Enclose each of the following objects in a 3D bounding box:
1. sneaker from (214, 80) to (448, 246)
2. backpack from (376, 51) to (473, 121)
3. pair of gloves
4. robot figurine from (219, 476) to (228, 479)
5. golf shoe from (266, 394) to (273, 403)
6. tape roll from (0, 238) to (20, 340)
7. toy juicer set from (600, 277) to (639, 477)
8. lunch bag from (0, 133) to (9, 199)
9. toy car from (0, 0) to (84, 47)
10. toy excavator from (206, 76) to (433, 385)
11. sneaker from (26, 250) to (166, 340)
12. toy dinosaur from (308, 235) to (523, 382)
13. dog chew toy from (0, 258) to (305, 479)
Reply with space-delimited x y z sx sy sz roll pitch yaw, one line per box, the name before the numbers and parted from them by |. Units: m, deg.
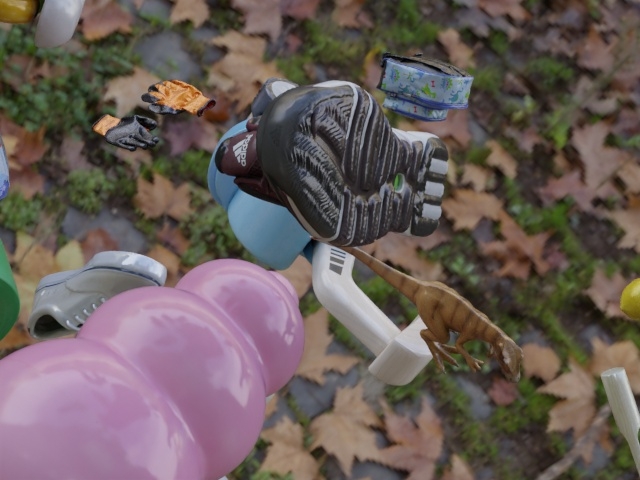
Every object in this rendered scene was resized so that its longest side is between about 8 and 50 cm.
sneaker | -0.023 -0.054 0.920 0.281 0.162 0.106 17 84 -66
backpack | 0.146 -0.207 1.740 0.114 0.084 0.105 20 18 34
pair of gloves | -0.130 -0.098 0.984 0.083 0.010 0.074 -40 42 -25
robot figurine | -0.256 0.313 1.712 0.199 0.300 0.353 -36 85 -13
golf shoe | -0.173 0.253 1.470 0.306 0.115 0.140 -30 51 -10
tape roll | -0.501 0.079 1.413 0.321 0.321 0.077 -7 61 -32
toy juicer set | 0.435 0.150 1.555 0.209 0.089 0.329 57 43 -21
lunch bag | -0.607 -0.121 1.944 0.243 0.115 0.303 -17 25 -11
toy car | -0.317 -0.285 1.310 0.159 0.136 0.182 17 15 -11
toy excavator | 0.000 0.000 2.084 0.433 0.222 0.445 30 33 -12
sneaker | -0.296 0.083 1.679 0.094 0.258 0.091 30 58 -33
toy dinosaur | 0.098 0.054 1.111 0.211 0.112 0.064 30 68 25
dog chew toy | -0.142 0.133 1.057 0.206 0.206 0.332 46 58 5
